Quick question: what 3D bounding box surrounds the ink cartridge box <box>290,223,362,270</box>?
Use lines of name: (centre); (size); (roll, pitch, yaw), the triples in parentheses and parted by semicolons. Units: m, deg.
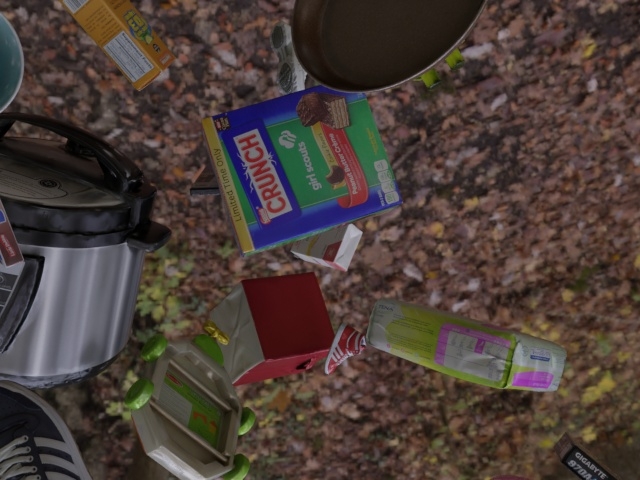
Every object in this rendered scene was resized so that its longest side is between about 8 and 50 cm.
ink cartridge box: (0.000, 0.000, 1.920); (0.198, 0.115, 0.067); (12, 165, 43)

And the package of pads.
package of pads: (0.257, 0.189, 1.320); (0.296, 0.101, 0.229); (12, 177, 40)

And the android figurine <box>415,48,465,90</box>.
android figurine: (0.261, -0.533, 1.892); (0.056, 0.273, 0.248); (-16, 164, -47)

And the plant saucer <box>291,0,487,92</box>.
plant saucer: (0.100, -0.333, 1.003); (0.310, 0.311, 0.050); (-23, 150, 26)

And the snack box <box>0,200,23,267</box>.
snack box: (-0.361, -0.060, 0.781); (0.022, 0.178, 0.064); (-23, -166, -26)

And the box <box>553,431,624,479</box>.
box: (0.599, 0.507, 1.539); (0.051, 0.220, 0.175); (-51, 166, 4)

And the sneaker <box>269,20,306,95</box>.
sneaker: (-0.057, -0.474, 1.960); (0.115, 0.232, 0.090); (-2, 170, -38)

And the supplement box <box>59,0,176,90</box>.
supplement box: (-0.368, -0.387, 1.306); (0.080, 0.078, 0.233); (-25, 117, 28)

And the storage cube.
storage cube: (-0.108, 0.195, 1.632); (0.193, 0.215, 0.183); (-5, 157, -36)

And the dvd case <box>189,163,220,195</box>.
dvd case: (-0.256, -0.178, 2.073); (0.180, 0.253, 0.022); (-1, 111, 3)

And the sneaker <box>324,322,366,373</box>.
sneaker: (0.053, 0.234, 1.510); (0.067, 0.118, 0.042); (24, -161, 15)

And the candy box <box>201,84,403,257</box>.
candy box: (-0.040, -0.140, 1.399); (0.317, 0.268, 0.122); (-18, 174, -7)

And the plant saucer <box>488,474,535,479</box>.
plant saucer: (0.427, 0.584, 1.362); (0.084, 0.332, 0.332); (-22, 161, -31)

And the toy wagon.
toy wagon: (-0.235, 0.291, 1.384); (0.068, 0.344, 0.267); (-34, 116, 21)

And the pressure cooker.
pressure cooker: (-0.488, -0.007, 1.266); (0.369, 0.375, 0.420); (2, 115, -35)

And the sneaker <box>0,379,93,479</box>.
sneaker: (-0.342, 0.287, 0.840); (0.099, 0.282, 0.153); (-38, 172, 6)

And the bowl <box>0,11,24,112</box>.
bowl: (-0.858, -0.414, 1.697); (0.311, 0.312, 0.163); (6, -178, -25)
